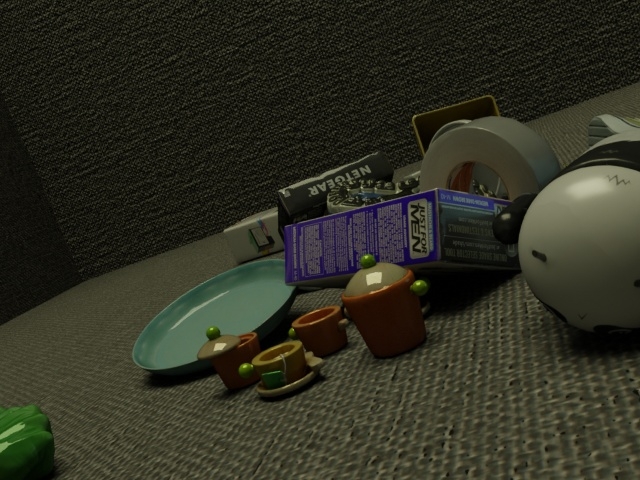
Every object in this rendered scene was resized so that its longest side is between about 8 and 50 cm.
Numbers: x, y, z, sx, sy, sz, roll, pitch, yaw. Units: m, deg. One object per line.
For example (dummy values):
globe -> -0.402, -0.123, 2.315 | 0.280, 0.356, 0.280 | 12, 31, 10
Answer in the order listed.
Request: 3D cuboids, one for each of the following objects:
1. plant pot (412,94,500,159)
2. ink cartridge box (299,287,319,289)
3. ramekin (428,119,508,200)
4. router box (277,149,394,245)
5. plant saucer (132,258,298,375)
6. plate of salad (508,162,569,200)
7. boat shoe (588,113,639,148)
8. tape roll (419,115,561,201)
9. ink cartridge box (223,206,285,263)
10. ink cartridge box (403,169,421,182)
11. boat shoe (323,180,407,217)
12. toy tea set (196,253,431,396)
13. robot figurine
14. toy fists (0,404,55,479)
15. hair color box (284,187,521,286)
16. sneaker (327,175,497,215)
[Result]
plant pot -> 0.356, -0.217, 1.944 | 0.212, 0.212, 0.187 | -16, -12, -2
ink cartridge box -> 0.007, 0.073, 1.555 | 0.179, 0.045, 0.145 | -38, -2, 33
ramekin -> 0.340, -0.161, 1.634 | 0.109, 0.207, 0.207 | -16, 3, -37
router box -> 0.036, -0.101, 2.063 | 0.309, 0.081, 0.243 | -22, -22, -13
plant saucer -> -0.172, 0.136, 1.305 | 0.317, 0.044, 0.317 | -22, 20, 9
plate of salad -> 0.475, -0.120, 1.538 | 0.200, 0.048, 0.200 | -21, 7, 3
boat shoe -> 0.625, -0.191, 1.511 | 0.094, 0.109, 0.302 | -6, 17, -1
tape roll -> 0.261, -0.077, 1.169 | 0.072, 0.219, 0.219 | -25, 9, -39
ink cartridge box -> -0.125, -0.040, 2.332 | 0.278, 0.117, 0.201 | -17, 8, 26
ink cartridge box -> 0.305, -0.159, 2.111 | 0.122, 0.088, 0.052 | -24, 5, -24
boat shoe -> 0.148, -0.077, 1.978 | 0.285, 0.104, 0.089 | -14, -16, -5
toy tea set -> -0.011, 0.102, 0.999 | 0.336, 0.124, 0.200 | -21, 8, 1
robot figurine -> 0.313, -0.013, 0.778 | 0.209, 0.173, 0.278 | -37, -4, 39
toy fists -> -0.457, 0.289, 1.028 | 0.279, 0.096, 0.142 | -12, 22, 44
hair color box -> 0.115, 0.008, 1.158 | 0.185, 0.110, 0.339 | 6, -10, -39
sneaker -> 0.180, -0.036, 1.420 | 0.330, 0.147, 0.130 | 0, 36, 4
